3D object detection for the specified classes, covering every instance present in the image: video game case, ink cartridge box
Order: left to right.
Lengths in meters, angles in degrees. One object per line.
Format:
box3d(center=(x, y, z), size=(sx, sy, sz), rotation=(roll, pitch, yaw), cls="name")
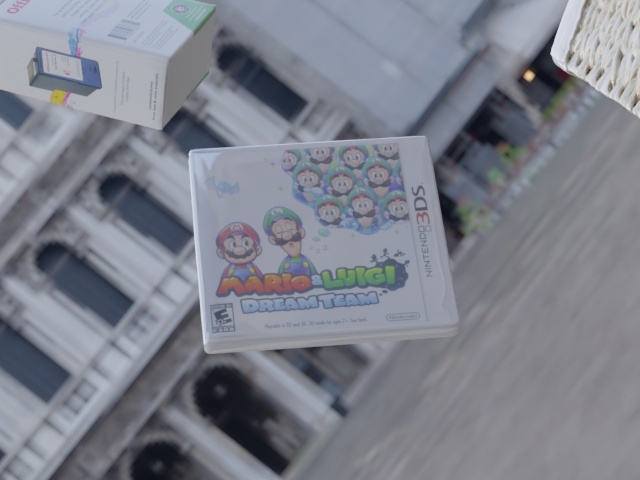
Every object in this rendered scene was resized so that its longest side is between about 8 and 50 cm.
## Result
box3d(center=(-0.240, -0.214, 1.778), size=(0.154, 0.212, 0.093), rotation=(-62, -16, -56), cls="ink cartridge box")
box3d(center=(0.000, 0.000, 1.019), size=(0.019, 0.157, 0.143), rotation=(95, 169, -58), cls="video game case")

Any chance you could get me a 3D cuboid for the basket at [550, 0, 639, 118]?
box3d(center=(0.502, -0.284, 1.897), size=(0.328, 0.331, 0.266), rotation=(-71, 25, 19), cls="basket")
